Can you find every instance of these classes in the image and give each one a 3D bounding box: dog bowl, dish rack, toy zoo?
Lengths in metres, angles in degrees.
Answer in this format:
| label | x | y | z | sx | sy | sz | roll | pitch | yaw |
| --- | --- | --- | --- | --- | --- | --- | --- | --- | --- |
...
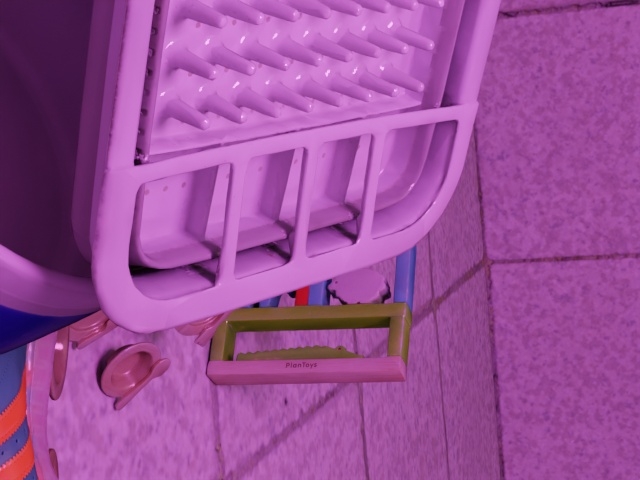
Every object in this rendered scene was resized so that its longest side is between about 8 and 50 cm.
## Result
| label | x | y | z | sx | sy | sz | roll | pitch | yaw |
| --- | --- | --- | --- | --- | --- | --- | --- | --- | --- |
| dog bowl | -0.186 | -0.075 | 0.675 | 0.265 | 0.104 | 0.265 | 41 | 36 | -38 |
| dish rack | -0.007 | -0.135 | 0.638 | 0.285 | 0.072 | 0.333 | -16 | 126 | -47 |
| toy zoo | 0.000 | 0.000 | 1.261 | 0.030 | 0.192 | 0.293 | 60 | 31 | -57 |

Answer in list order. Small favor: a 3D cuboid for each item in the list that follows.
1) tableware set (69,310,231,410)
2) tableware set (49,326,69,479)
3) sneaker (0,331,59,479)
| label | x | y | z | sx | sy | sz | roll | pitch | yaw |
| --- | --- | --- | --- | --- | --- | --- | --- | --- | --- |
| tableware set | -0.128 | 0.054 | 0.995 | 0.020 | 0.141 | 0.169 | 45 | -13 | 32 |
| tableware set | -0.179 | 0.122 | 0.852 | 0.128 | 0.039 | 0.194 | 106 | -15 | -79 |
| sneaker | -0.212 | 0.122 | 0.725 | 0.121 | 0.108 | 0.302 | 28 | 54 | -67 |
